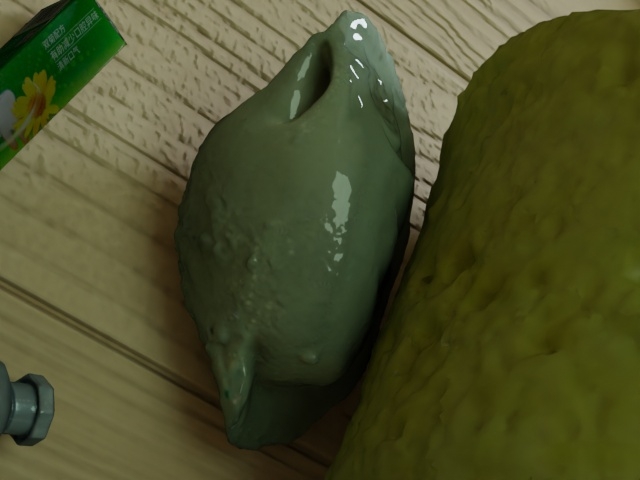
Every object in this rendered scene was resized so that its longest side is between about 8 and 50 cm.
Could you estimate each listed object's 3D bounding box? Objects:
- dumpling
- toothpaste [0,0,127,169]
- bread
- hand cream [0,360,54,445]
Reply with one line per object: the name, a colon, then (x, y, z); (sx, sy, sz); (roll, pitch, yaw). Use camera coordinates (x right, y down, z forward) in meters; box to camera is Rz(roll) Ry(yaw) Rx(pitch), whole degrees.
dumpling: (-0.014, -0.005, 0.944); (0.108, 0.152, 0.219); (19, 88, 6)
toothpaste: (-0.157, -0.047, 0.858); (0.037, 0.043, 0.178); (54, 51, -21)
bread: (0.176, 0.083, 0.929); (0.348, 0.348, 0.307); (45, 62, -24)
hand cream: (-0.194, 0.062, 0.802); (0.171, 0.043, 0.065); (11, 72, -34)
